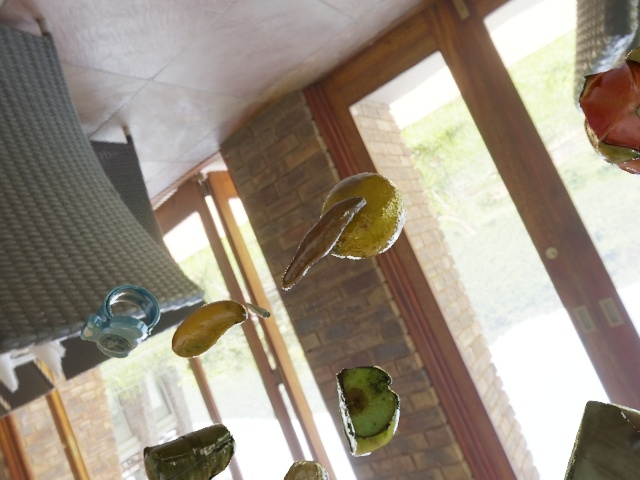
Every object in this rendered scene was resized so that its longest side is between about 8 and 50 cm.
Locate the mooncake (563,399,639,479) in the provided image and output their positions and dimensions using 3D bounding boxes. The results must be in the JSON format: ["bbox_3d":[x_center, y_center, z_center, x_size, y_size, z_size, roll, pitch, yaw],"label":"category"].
[{"bbox_3d":[0.565,0.434,0.919,0.254,0.136,0.250,-64,-157,-5],"label":"mooncake"}]

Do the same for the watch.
[{"bbox_3d":[-0.597,0.231,1.584,0.211,0.211,0.193,-27,-145,29],"label":"watch"}]

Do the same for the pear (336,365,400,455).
[{"bbox_3d":[0.146,0.539,1.559,0.164,0.238,0.255,-10,128,-7],"label":"pear"}]

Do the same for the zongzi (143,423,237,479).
[{"bbox_3d":[-0.336,0.665,1.438,0.250,0.274,0.125,-13,179,-25],"label":"zongzi"}]

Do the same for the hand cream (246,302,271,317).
[{"bbox_3d":[-0.163,0.185,1.372,0.022,0.035,0.102,-37,-156,-27],"label":"hand cream"}]

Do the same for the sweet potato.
[{"bbox_3d":[-0.003,0.002,1.063,0.255,0.058,0.078,-51,175,2],"label":"sweet potato"}]

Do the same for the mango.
[{"bbox_3d":[-0.254,0.193,1.170,0.190,0.098,0.075,-35,148,-1],"label":"mango"}]

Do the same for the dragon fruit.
[{"bbox_3d":[0.535,-0.196,0.807,0.224,0.224,0.227,-19,-145,-32],"label":"dragon fruit"}]

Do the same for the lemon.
[{"bbox_3d":[0.099,-0.055,1.206,0.257,0.188,0.188,-48,-170,-37],"label":"lemon"}]

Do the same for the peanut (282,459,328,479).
[{"bbox_3d":[-0.046,0.459,0.960,0.080,0.080,0.174,-14,146,-56],"label":"peanut"}]
